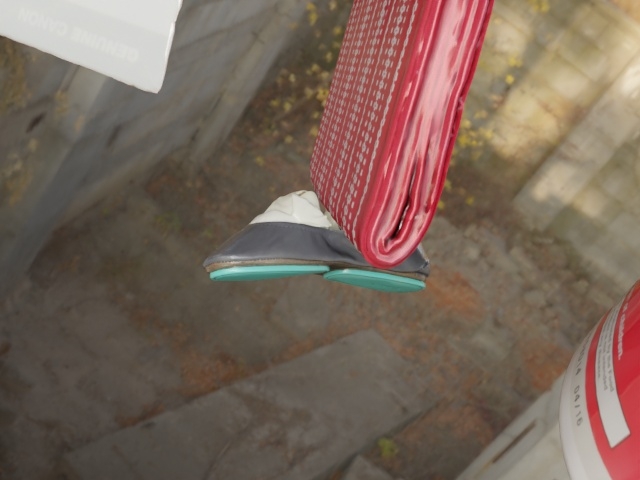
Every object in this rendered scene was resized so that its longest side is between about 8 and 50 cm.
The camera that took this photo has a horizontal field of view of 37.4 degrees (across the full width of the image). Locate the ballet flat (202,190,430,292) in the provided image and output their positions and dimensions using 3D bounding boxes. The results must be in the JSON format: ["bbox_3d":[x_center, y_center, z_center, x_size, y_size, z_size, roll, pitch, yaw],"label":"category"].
[{"bbox_3d":[0.000,0.000,0.698,0.203,0.074,0.074,6,40,-39],"label":"ballet flat"}]

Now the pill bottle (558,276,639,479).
[{"bbox_3d":[0.304,0.034,0.465,0.229,0.407,0.229,8,54,-11],"label":"pill bottle"}]

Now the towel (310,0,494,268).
[{"bbox_3d":[0.041,-0.104,0.517,0.031,0.199,0.275,15,9,-9],"label":"towel"}]

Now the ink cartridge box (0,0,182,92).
[{"bbox_3d":[-0.148,-0.318,0.580,0.308,0.385,0.091,23,16,22],"label":"ink cartridge box"}]
